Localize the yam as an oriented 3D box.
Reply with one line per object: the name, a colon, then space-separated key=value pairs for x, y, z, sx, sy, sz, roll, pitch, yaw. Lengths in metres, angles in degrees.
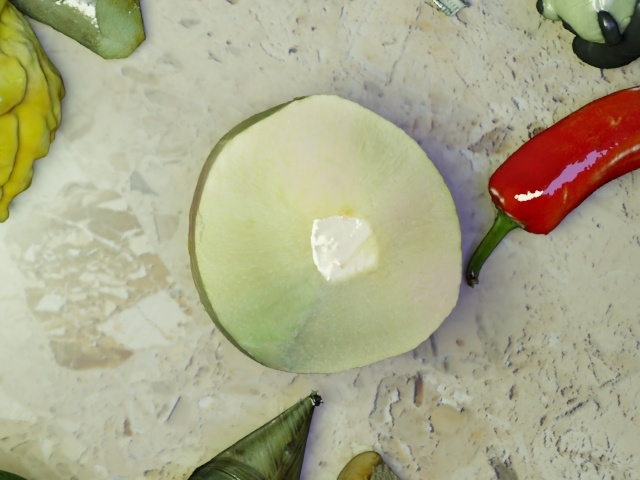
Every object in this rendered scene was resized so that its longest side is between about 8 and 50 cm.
yam: x=-0.224 y=-0.220 z=1.284 sx=0.146 sy=0.070 sz=0.070 roll=29 pitch=88 yaw=-8

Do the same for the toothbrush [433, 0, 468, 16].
toothbrush: x=0.039 y=-0.327 z=1.345 sx=0.026 sy=0.024 sz=0.288 roll=-41 pitch=99 yaw=9

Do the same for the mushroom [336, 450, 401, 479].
mushroom: x=0.091 y=0.295 z=1.359 sx=0.209 sy=0.071 sz=0.084 roll=45 pitch=52 yaw=-13

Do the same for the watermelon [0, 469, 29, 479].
watermelon: x=-0.324 y=0.366 z=1.165 sx=0.363 sy=0.363 sz=0.363 roll=0 pitch=93 yaw=-9

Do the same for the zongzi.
zongzi: x=-0.046 y=0.293 z=1.321 sx=0.242 sy=0.112 sz=0.221 roll=-35 pitch=99 yaw=-13

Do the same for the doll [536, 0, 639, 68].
doll: x=0.323 y=-0.234 z=1.341 sx=0.234 sy=0.135 sz=0.143 roll=9 pitch=90 yaw=-6

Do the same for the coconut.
coconut: x=0.000 y=0.000 z=1.241 sx=0.259 sy=0.259 sz=0.259 roll=0 pitch=93 yaw=-9

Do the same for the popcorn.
popcorn: x=-0.334 y=-0.132 z=1.208 sx=0.233 sy=0.192 sz=0.266 roll=7 pitch=109 yaw=-15

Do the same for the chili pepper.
chili pepper: x=0.297 y=-0.077 z=1.368 sx=0.368 sy=0.092 sz=0.137 roll=-21 pitch=111 yaw=-4
